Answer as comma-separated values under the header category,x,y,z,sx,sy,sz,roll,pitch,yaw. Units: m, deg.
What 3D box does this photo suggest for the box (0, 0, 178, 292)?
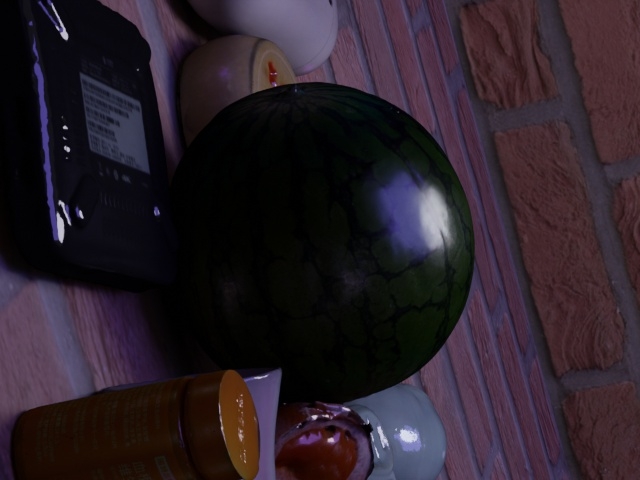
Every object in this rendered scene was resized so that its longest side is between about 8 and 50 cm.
category,x,y,z,sx,sy,sz,roll,pitch,yaw
box,-0.224,-0.099,1.613,0.290,0.073,0.289,24,55,-70

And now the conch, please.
category,x,y,z,sx,sy,sz,roll,pitch,yaw
conch,0.102,0.273,2.403,0.185,0.121,0.221,49,19,9

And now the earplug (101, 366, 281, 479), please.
category,x,y,z,sx,sy,sz,roll,pitch,yaw
earplug,-0.105,0.280,1.602,0.172,0.172,0.301,-6,89,-74

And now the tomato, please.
category,x,y,z,sx,sy,sz,roll,pitch,yaw
tomato,-0.058,0.254,1.789,0.112,0.228,0.199,33,-5,39

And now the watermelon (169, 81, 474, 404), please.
category,x,y,z,sx,sy,sz,roll,pitch,yaw
watermelon,0.000,0.000,1.828,0.363,0.363,0.363,-13,90,-74

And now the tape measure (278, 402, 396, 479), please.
category,x,y,z,sx,sy,sz,roll,pitch,yaw
tape measure,0.003,0.306,1.991,0.243,0.125,0.246,0,75,-67

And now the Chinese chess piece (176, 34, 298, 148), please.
category,x,y,z,sx,sy,sz,roll,pitch,yaw
Chinese chess piece,-0.086,-0.129,2.065,0.251,0.097,0.251,-12,90,-74

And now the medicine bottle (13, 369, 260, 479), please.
category,x,y,z,sx,sy,sz,roll,pitch,yaw
medicine bottle,-0.155,0.172,1.427,0.096,0.191,0.096,-12,90,-74

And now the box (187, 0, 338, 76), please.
category,x,y,z,sx,sy,sz,roll,pitch,yaw
box,-0.085,-0.379,2.177,0.349,0.141,0.289,33,45,-68
